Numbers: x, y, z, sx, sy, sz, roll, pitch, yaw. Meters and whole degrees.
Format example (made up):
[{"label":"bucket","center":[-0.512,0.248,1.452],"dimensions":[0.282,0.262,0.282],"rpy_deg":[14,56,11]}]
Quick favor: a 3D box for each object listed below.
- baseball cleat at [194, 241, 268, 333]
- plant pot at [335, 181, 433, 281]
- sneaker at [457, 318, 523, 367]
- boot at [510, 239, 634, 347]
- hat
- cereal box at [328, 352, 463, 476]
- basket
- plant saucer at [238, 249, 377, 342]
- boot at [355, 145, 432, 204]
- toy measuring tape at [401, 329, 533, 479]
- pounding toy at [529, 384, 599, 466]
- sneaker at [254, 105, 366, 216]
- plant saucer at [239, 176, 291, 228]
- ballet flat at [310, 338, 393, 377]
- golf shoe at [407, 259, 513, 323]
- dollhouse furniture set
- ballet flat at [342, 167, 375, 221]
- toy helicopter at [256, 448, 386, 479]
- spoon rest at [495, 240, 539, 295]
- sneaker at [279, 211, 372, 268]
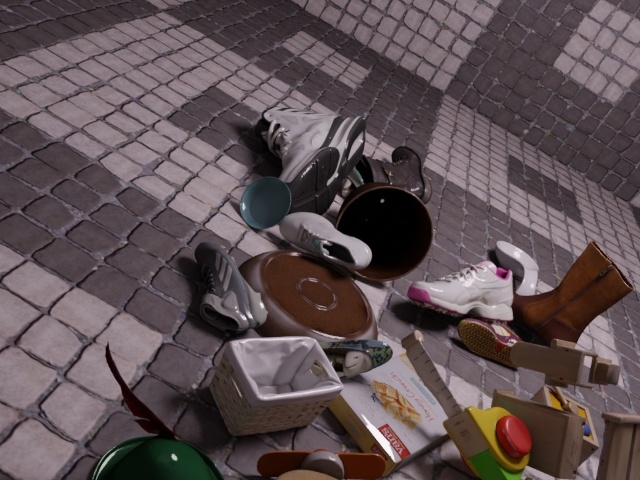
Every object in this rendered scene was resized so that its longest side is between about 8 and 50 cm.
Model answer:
[{"label":"baseball cleat","center":[-0.181,0.078,1.196],"dimensions":[0.109,0.072,0.206],"rpy_deg":[-17,49,-42]},{"label":"plant pot","center":[0.127,-0.047,1.573],"dimensions":[0.215,0.215,0.230],"rpy_deg":[24,15,-13]},{"label":"sneaker","center":[0.376,0.216,1.518],"dimensions":[0.185,0.070,0.084],"rpy_deg":[30,20,-15]},{"label":"boot","center":[0.550,0.111,1.610],"dimensions":[0.096,0.281,0.264],"rpy_deg":[8,37,-36]},{"label":"hat","center":[-0.170,0.254,0.814],"dimensions":[0.208,0.184,0.173],"rpy_deg":[11,35,-32]},{"label":"cereal box","center":[0.134,0.290,1.184],"dimensions":[0.240,0.047,0.173],"rpy_deg":[-8,47,-49]},{"label":"basket","center":[-0.071,0.222,1.041],"dimensions":[0.167,0.103,0.113],"rpy_deg":[3,40,-39]},{"label":"plant saucer","center":[-0.015,0.115,1.318],"dimensions":[0.310,0.050,0.311],"rpy_deg":[22,30,-14]},{"label":"boot","center":[0.195,-0.212,1.976],"dimensions":[0.228,0.091,0.263],"rpy_deg":[14,36,-30]},{"label":"toy measuring tape","center":[0.259,0.288,1.155],"dimensions":[0.121,0.121,0.330],"rpy_deg":[-17,71,-54]},{"label":"pounding toy","center":[0.476,0.346,1.364],"dimensions":[0.130,0.100,0.141],"rpy_deg":[28,29,-7]},{"label":"sneaker","center":[-0.074,-0.200,1.694],"dimensions":[0.257,0.169,0.447],"rpy_deg":[14,35,18]},{"label":"plant saucer","center":[-0.116,-0.078,1.472],"dimensions":[0.119,0.119,0.021],"rpy_deg":[46,3,25]},{"label":"ballet flat","center":[0.027,0.204,1.149],"dimensions":[0.188,0.070,0.070],"rpy_deg":[-3,29,9]},{"label":"golf shoe","center":[0.319,0.104,1.533],"dimensions":[0.306,0.140,0.115],"rpy_deg":[12,0,-36]},{"label":"dollhouse furniture set","center":[0.497,0.349,1.264],"dimensions":[0.355,0.304,0.173],"rpy_deg":[14,-4,-31]},{"label":"ballet flat","center":[0.092,-0.122,1.769],"dimensions":[0.068,0.072,0.213],"rpy_deg":[-18,46,-16]},{"label":"toy helicopter","center":[0.060,0.378,0.939],"dimensions":[0.355,0.140,0.235],"rpy_deg":[19,20,-42]},{"label":"spoon rest","center":[0.543,0.079,1.860],"dimensions":[0.137,0.084,0.276],"rpy_deg":[28,30,-7]},{"label":"sneaker","center":[0.000,0.000,1.415],"dimensions":[0.212,0.080,0.094],"rpy_deg":[22,15,18]}]
